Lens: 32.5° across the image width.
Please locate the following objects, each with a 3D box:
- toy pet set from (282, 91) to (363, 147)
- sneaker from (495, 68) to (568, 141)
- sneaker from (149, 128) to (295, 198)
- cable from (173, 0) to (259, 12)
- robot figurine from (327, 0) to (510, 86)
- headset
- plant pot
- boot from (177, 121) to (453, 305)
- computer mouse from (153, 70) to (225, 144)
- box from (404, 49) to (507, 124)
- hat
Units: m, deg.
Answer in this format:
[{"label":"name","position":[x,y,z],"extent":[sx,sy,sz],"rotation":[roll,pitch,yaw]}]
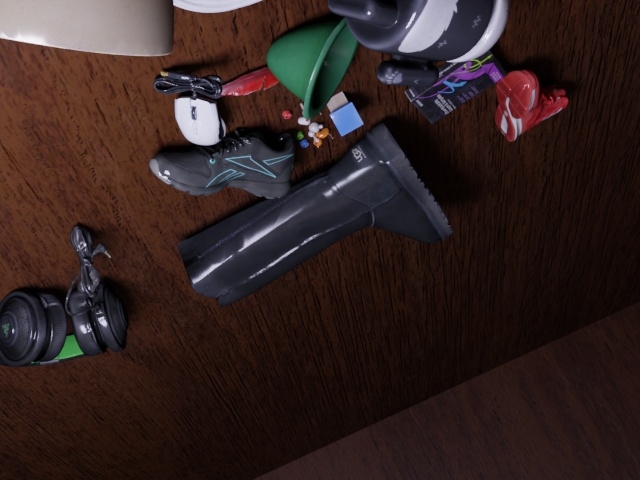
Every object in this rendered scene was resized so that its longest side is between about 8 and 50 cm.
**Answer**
[{"label":"toy pet set","position":[0.012,-0.188,1.841],"extent":[0.114,0.065,0.122],"rotation":[-29,154,5]},{"label":"sneaker","position":[0.398,-0.276,2.033],"extent":[0.128,0.087,0.221],"rotation":[-31,167,-10]},{"label":"sneaker","position":[-0.154,-0.135,1.787],"extent":[0.267,0.101,0.106],"rotation":[-1,122,-39]},{"label":"cable","position":[-0.107,-0.391,1.340],"extent":[0.257,0.089,0.257],"rotation":[-11,150,-27]},{"label":"robot figurine","position":[0.143,-0.345,1.562],"extent":[0.278,0.173,0.209],"rotation":[0,147,-41]},{"label":"headset","position":[-0.457,0.121,1.952],"extent":[0.243,0.185,0.394],"rotation":[-6,163,-27]},{"label":"plant pot","position":[-0.284,-0.318,1.168],"extent":[0.284,0.284,0.191],"rotation":[-1,109,-41]},{"label":"boot","position":[-0.001,-0.001,2.068],"extent":[0.445,0.146,0.367],"rotation":[-34,143,7]},{"label":"computer mouse","position":[-0.185,-0.189,1.652],"extent":[0.106,0.042,0.193],"rotation":[6,156,9]},{"label":"box","position":[0.239,-0.276,1.926],"extent":[0.162,0.029,0.116],"rotation":[-32,153,15]},{"label":"hat","position":[-0.063,-0.290,1.644],"extent":[0.208,0.183,0.173],"rotation":[-57,168,-29]}]
